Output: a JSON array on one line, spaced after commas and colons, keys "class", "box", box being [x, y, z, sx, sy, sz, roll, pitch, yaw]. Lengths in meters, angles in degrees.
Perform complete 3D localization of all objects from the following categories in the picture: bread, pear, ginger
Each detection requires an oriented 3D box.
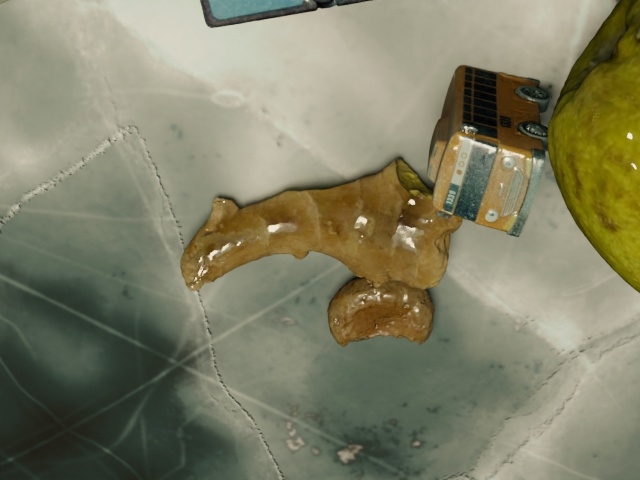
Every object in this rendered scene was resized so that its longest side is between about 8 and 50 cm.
[{"class": "bread", "box": [0.064, 0.067, 1.272, 0.113, 0.060, 0.082, 1, 120, 3]}, {"class": "pear", "box": [0.394, -0.079, 1.008, 0.413, 0.352, 0.352, 22, 119, -14]}, {"class": "ginger", "box": [0.000, 0.000, 1.222, 0.294, 0.086, 0.131, -11, 101, 12]}]

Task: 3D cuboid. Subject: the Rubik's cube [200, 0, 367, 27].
[{"class": "Rubik's cube", "box": [-0.006, -0.314, 0.983, 0.205, 0.207, 0.205, -7, 118, 11]}]

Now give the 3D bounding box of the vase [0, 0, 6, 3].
[{"class": "vase", "box": [-0.252, -0.290, 1.074, 0.248, 0.128, 0.128, -29, 113, 30]}]

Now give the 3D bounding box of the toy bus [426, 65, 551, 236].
[{"class": "toy bus", "box": [0.153, -0.087, 1.107, 0.103, 0.182, 0.091, 14, 120, 0]}]
